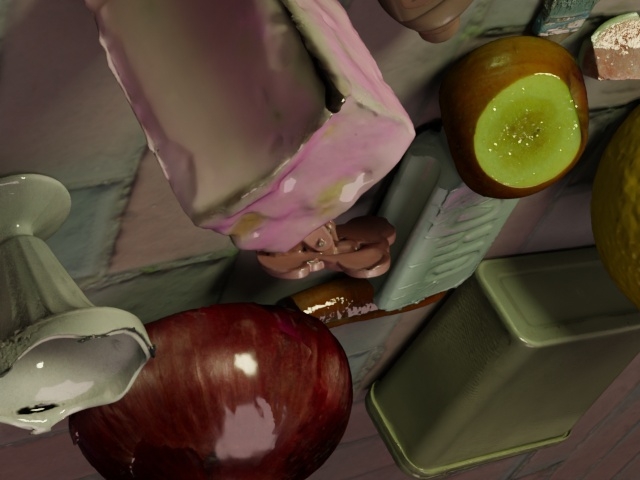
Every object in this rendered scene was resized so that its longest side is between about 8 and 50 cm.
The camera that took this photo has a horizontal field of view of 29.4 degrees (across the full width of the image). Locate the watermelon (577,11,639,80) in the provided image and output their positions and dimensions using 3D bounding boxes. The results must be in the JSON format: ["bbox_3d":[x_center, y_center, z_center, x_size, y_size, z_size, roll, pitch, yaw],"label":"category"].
[{"bbox_3d":[0.324,-0.201,1.339,0.084,0.072,0.092,-12,157,6],"label":"watermelon"}]

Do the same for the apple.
[{"bbox_3d":[0.199,-0.129,1.242,0.147,0.163,0.146,-17,120,16],"label":"apple"}]

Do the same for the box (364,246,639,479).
[{"bbox_3d":[0.301,0.182,1.853,0.351,0.177,0.344,-5,143,-36],"label":"box"}]

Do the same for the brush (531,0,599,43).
[{"bbox_3d":[0.240,-0.210,1.304,0.070,0.021,0.196,-13,151,-28],"label":"brush"}]

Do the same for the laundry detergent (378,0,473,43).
[{"bbox_3d":[0.115,-0.263,1.036,0.171,0.076,0.237,-30,153,4],"label":"laundry detergent"}]

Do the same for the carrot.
[{"bbox_3d":[0.066,0.069,1.564,0.225,0.067,0.067,-13,149,-23],"label":"carrot"}]

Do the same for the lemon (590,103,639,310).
[{"bbox_3d":[0.491,-0.042,1.514,0.336,0.336,0.336,-22,152,-12],"label":"lemon"}]

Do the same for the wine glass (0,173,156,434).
[{"bbox_3d":[-0.258,0.054,1.109,0.164,0.197,0.165,-21,150,-13],"label":"wine glass"}]

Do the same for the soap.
[{"bbox_3d":[0.145,-0.029,1.439,0.150,0.094,0.261,-13,148,-26],"label":"soap"}]

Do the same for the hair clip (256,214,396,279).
[{"bbox_3d":[0.007,0.009,1.363,0.138,0.123,0.102,-37,108,16],"label":"hair clip"}]

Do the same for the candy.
[{"bbox_3d":[-0.064,-0.137,0.887,0.155,0.265,0.115,-41,154,23],"label":"candy"}]

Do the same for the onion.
[{"bbox_3d":[-0.118,0.229,1.430,0.347,0.286,0.348,-6,150,-3],"label":"onion"}]
